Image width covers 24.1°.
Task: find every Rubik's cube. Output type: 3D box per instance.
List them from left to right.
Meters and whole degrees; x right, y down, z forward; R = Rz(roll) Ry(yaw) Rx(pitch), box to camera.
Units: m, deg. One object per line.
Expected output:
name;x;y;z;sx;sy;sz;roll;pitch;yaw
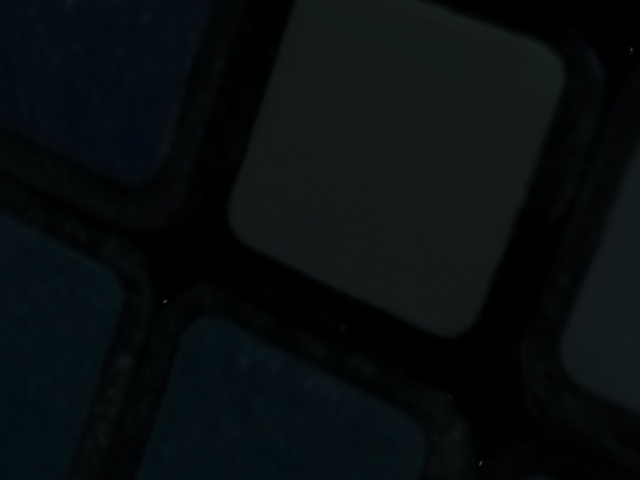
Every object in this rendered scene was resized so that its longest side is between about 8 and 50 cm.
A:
Rubik's cube;0.098;-0.027;0.561;0.363;0.362;0.359;29;13;27
